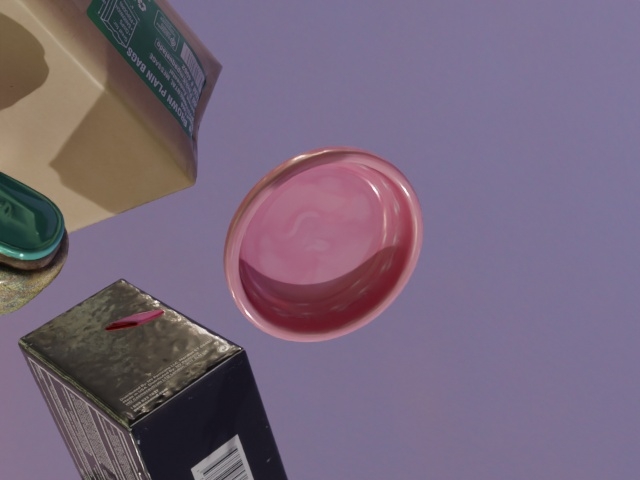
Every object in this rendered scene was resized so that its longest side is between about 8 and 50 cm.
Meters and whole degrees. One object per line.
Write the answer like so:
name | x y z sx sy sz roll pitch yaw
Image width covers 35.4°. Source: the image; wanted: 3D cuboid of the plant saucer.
plant saucer | 0.000 0.000 1.586 0.332 0.332 0.084 -49 -146 6

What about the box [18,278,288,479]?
box | -0.210 0.245 1.312 0.183 0.296 0.294 -34 -144 -30

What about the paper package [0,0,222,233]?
paper package | -0.299 -0.160 0.868 0.309 0.325 0.168 -17 -137 26

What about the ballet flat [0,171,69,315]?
ballet flat | -0.345 -0.054 0.702 0.123 0.348 0.123 -51 -165 19

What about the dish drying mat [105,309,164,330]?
dish drying mat | -0.171 0.073 0.928 0.032 0.083 0.008 -9 -89 8
